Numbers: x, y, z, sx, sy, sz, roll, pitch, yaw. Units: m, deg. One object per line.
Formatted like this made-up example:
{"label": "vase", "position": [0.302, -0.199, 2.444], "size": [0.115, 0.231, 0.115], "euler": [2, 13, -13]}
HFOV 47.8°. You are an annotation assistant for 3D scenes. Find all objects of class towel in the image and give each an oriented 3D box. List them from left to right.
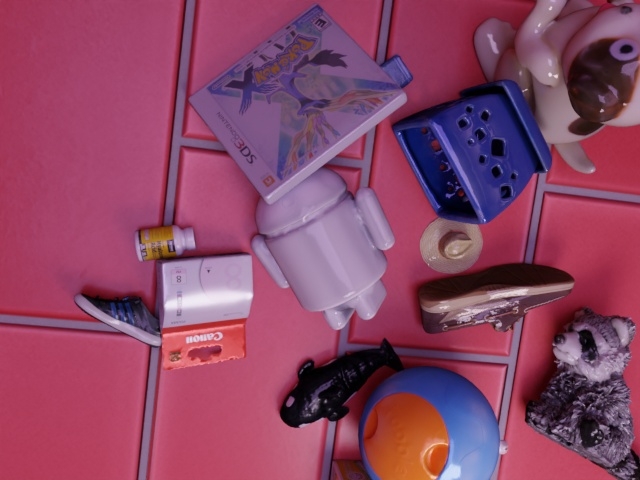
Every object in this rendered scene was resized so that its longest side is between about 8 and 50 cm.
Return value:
{"label": "towel", "position": [0.130, -0.329, 1.504], "size": [0.119, 0.029, 0.067], "euler": [-35, 101, -3]}

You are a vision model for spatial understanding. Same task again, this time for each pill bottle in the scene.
{"label": "pill bottle", "position": [-0.314, 0.003, 1.463], "size": [0.116, 0.065, 0.065], "euler": [-9, 99, -8]}

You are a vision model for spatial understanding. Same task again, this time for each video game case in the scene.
{"label": "video game case", "position": [-0.052, -0.272, 1.393], "size": [0.329, 0.036, 0.300], "euler": [-37, 64, -3]}

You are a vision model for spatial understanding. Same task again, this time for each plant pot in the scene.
{"label": "plant pot", "position": [0.312, -0.187, 1.454], "size": [0.212, 0.236, 0.236], "euler": [-32, 101, -9]}

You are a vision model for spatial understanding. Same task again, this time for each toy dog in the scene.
{"label": "toy dog", "position": [0.500, -0.315, 1.370], "size": [0.284, 0.408, 0.396], "euler": [-6, 98, -7]}

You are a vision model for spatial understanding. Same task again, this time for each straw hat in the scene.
{"label": "straw hat", "position": [0.293, 0.012, 1.561], "size": [0.144, 0.061, 0.145], "euler": [-1, 98, -8]}

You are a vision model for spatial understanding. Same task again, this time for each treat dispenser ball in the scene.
{"label": "treat dispenser ball", "position": [0.221, 0.403, 1.482], "size": [0.288, 0.288, 0.288], "euler": [-1, 98, -9]}

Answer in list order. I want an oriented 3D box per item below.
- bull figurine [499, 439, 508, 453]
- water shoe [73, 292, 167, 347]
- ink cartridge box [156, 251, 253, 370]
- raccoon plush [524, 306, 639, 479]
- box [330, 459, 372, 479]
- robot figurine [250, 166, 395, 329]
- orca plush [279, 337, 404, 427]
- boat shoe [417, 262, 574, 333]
{"label": "bull figurine", "position": [0.307, 0.565, 1.620], "size": [0.310, 0.101, 0.188], "euler": [-37, 103, -3]}
{"label": "water shoe", "position": [-0.401, 0.144, 1.476], "size": [0.203, 0.073, 0.080], "euler": [31, 74, -18]}
{"label": "ink cartridge box", "position": [-0.232, 0.146, 1.478], "size": [0.189, 0.066, 0.233], "euler": [-5, 95, -25]}
{"label": "raccoon plush", "position": [0.646, 0.349, 1.644], "size": [0.446, 0.216, 0.299], "euler": [39, 75, -41]}
{"label": "box", "position": [0.074, 0.600, 1.582], "size": [0.103, 0.114, 0.203], "euler": [6, 96, -10]}
{"label": "robot figurine", "position": [0.000, 0.000, 1.443], "size": [0.299, 0.200, 0.354], "euler": [-23, 103, 25]}
{"label": "orca plush", "position": [0.048, 0.324, 1.545], "size": [0.287, 0.102, 0.151], "euler": [-17, 100, -6]}
{"label": "boat shoe", "position": [0.382, 0.138, 1.572], "size": [0.341, 0.123, 0.123], "euler": [-10, 113, -7]}
